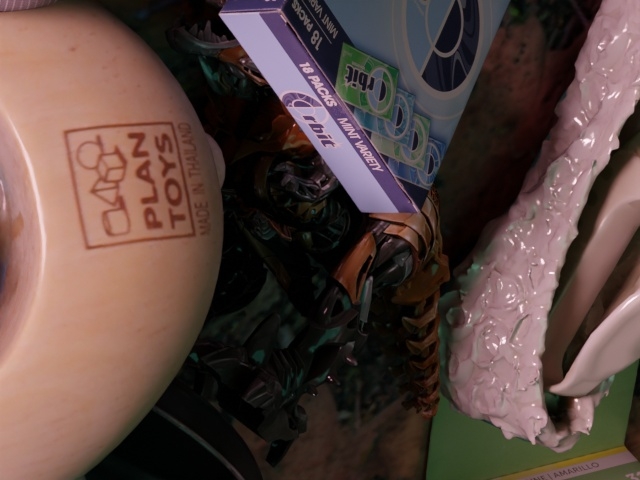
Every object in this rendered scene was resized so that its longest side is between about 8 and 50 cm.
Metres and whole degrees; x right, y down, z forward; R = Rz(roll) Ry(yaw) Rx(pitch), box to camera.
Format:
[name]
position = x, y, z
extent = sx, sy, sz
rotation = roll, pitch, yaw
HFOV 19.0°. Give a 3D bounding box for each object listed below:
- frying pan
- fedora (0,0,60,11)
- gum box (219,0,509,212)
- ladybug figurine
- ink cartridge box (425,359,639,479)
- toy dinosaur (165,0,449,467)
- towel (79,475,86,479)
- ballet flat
[frying pan]
position = -0.066, 0.156, 1.085
extent = 0.326, 0.197, 0.053
rotation = 41, 58, -20
[fedora]
position = -0.143, -0.182, 0.818
extent = 0.275, 0.244, 0.124
rotation = -38, 170, -38
[gum box]
position = 0.034, -0.133, 0.983
extent = 0.157, 0.041, 0.184
rotation = 53, 50, -42
[ladybug figurine]
position = -0.257, 0.012, 0.860
extent = 0.449, 0.162, 0.305
rotation = -9, 85, -25
[ink cartridge box]
position = 0.153, 0.172, 1.321
extent = 0.171, 0.056, 0.235
rotation = -11, 127, -24
[toy dinosaur]
position = 0.000, 0.000, 1.061
extent = 0.218, 0.164, 0.322
rotation = -47, 112, -16
[towel]
position = -0.260, 0.231, 1.050
extent = 0.332, 0.053, 0.317
rotation = -12, 130, 5
[ballet flat]
position = 0.208, -0.045, 1.149
extent = 0.147, 0.147, 0.409
rotation = 15, 111, -36
